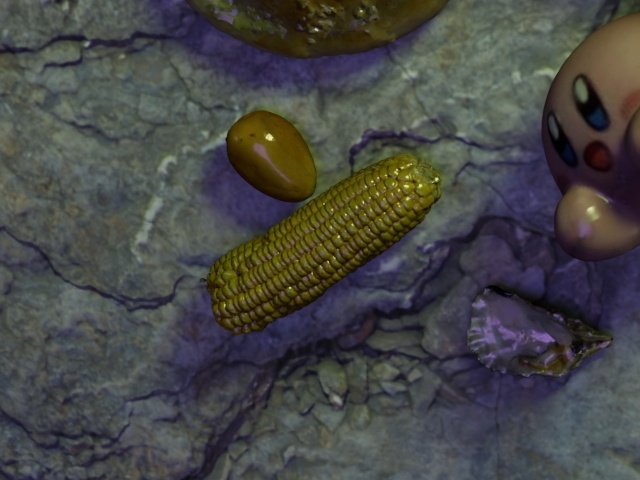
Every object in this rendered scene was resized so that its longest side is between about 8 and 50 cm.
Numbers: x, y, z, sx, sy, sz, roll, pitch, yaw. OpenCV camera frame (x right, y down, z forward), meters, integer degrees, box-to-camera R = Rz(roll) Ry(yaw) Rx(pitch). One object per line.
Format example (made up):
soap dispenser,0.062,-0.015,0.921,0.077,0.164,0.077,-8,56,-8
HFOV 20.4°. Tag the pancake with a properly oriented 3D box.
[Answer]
pancake,-0.022,-0.354,1.788,0.387,0.082,0.387,9,118,17

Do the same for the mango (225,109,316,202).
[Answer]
mango,-0.051,-0.088,1.925,0.114,0.060,0.080,36,122,-3

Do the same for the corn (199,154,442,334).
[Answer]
corn,-0.001,0.003,1.925,0.313,0.102,0.102,-35,98,28

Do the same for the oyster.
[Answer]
oyster,0.223,0.097,1.919,0.146,0.045,0.122,-28,104,34

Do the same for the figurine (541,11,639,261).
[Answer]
figurine,0.332,-0.111,1.710,0.270,0.261,0.211,-54,49,44
